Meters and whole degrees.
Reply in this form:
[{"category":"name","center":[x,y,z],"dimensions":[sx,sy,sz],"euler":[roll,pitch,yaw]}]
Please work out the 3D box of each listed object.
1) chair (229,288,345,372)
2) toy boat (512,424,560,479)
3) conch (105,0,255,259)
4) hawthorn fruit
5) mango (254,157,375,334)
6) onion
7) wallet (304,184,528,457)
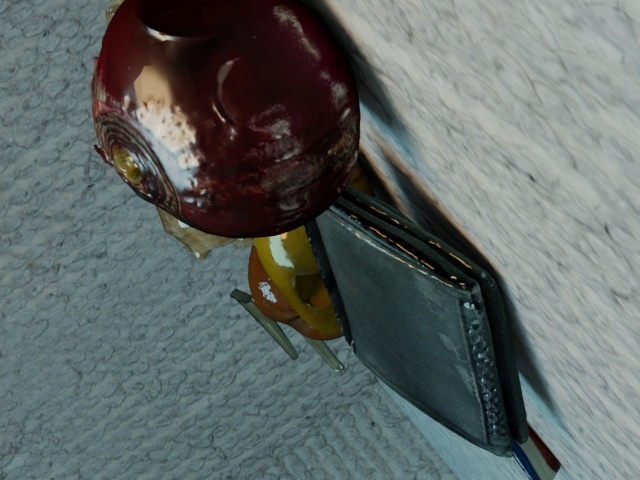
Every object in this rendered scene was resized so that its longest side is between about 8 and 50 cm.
[{"category":"chair","center":[-0.022,0.081,2.438],"dimensions":[0.274,0.203,0.190],"euler":[47,169,-31]},{"category":"toy boat","center":[0.233,0.235,1.796],"dimensions":[0.229,0.046,0.080],"euler":[50,173,42]},{"category":"conch","center":[-0.132,-0.158,1.728],"dimensions":[0.297,0.210,0.352],"euler":[-135,30,-66]},{"category":"hawthorn fruit","center":[-0.016,0.025,2.013],"dimensions":[0.199,0.199,0.251],"euler":[56,-174,-30]},{"category":"mango","center":[0.000,0.000,1.583],"dimensions":[0.130,0.167,0.262],"euler":[3,144,20]},{"category":"onion","center":[-0.069,-0.126,1.214],"dimensions":[0.207,0.216,0.206],"euler":[38,151,35]},{"category":"wallet","center":[0.100,0.075,1.436],"dimensions":[0.237,0.075,0.342],"euler":[30,157,31]}]
